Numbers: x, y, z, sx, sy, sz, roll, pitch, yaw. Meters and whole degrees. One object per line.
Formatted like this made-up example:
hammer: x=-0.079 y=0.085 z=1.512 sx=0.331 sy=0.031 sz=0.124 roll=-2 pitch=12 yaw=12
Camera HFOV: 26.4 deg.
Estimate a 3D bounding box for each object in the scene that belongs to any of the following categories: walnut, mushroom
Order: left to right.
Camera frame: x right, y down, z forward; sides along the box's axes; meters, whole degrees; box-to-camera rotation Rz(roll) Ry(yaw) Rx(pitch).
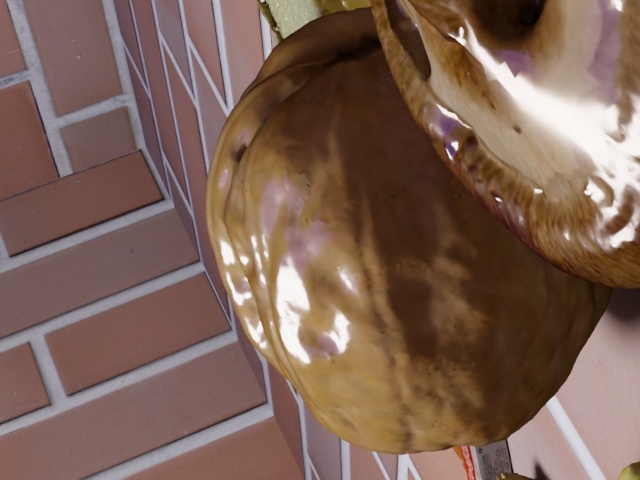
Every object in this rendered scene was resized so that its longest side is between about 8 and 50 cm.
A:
walnut: x=0.073 y=-0.001 z=1.022 sx=0.306 sy=0.306 sz=0.344 roll=-128 pitch=21 yaw=-54
mushroom: x=0.139 y=-0.138 z=0.712 sx=0.345 sy=0.239 sz=0.345 roll=-12 pitch=-90 yaw=-83

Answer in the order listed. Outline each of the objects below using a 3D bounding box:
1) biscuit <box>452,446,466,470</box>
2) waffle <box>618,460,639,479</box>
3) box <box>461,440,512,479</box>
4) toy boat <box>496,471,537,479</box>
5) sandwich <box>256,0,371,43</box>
biscuit: x=0.174 y=0.246 z=1.639 sx=0.091 sy=0.015 sz=0.078 roll=-130 pitch=21 yaw=-58
waffle: x=0.296 y=0.281 z=0.874 sx=0.307 sy=0.060 sz=0.312 roll=54 pitch=-178 yaw=-45
box: x=0.171 y=0.189 z=1.494 sx=0.055 sy=0.039 sz=0.218 roll=-132 pitch=24 yaw=-56
toy boat: x=0.207 y=0.319 z=1.463 sx=0.201 sy=0.077 sz=0.057 roll=81 pitch=164 yaw=-45
sandwich: x=-0.016 y=-0.287 z=1.391 sx=0.251 sy=0.087 sz=0.226 roll=63 pitch=169 yaw=15
